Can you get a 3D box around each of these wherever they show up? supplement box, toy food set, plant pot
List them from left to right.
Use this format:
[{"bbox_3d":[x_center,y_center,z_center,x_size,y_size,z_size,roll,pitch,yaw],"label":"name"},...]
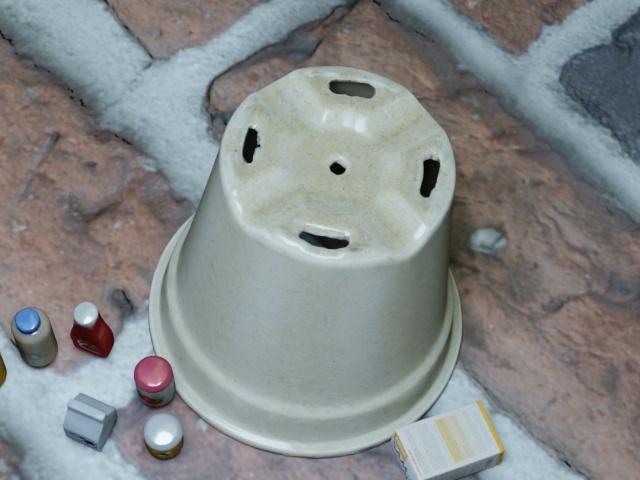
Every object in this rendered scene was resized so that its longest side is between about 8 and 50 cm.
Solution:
[{"bbox_3d":[-0.235,0.129,1.829,0.232,0.104,0.111,24,69,8],"label":"toy food set"},{"bbox_3d":[0.000,0.000,1.829,0.334,0.305,0.334,3,59,-5],"label":"plant pot"},{"bbox_3d":[0.128,0.209,1.877,0.098,0.036,0.062,-16,63,-16],"label":"supplement box"}]
